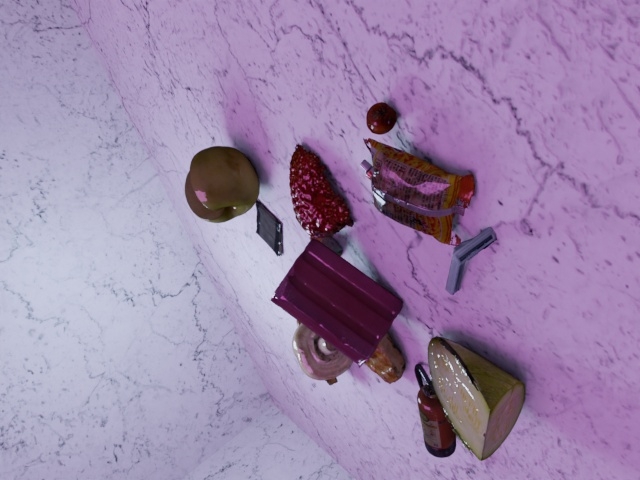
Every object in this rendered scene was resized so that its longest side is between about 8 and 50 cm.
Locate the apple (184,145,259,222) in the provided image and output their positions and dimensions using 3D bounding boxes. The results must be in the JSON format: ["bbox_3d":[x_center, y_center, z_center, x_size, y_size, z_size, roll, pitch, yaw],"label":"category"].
[{"bbox_3d":[-0.373,-0.211,2.068,0.292,0.292,0.254,119,138,-64],"label":"apple"}]

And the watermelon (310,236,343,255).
[{"bbox_3d":[0.021,0.013,1.909,0.098,0.121,0.158,133,147,-51],"label":"watermelon"}]

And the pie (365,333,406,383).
[{"bbox_3d":[0.169,0.376,2.003,0.339,0.083,0.339,41,160,18],"label":"pie"}]

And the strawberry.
[{"bbox_3d":[-0.045,-0.134,1.730,0.306,0.138,0.233,57,158,-6],"label":"strawberry"}]

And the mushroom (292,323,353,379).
[{"bbox_3d":[0.015,0.430,2.218,0.260,0.254,0.234,12,161,-5],"label":"mushroom"}]

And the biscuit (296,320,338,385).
[{"bbox_3d":[-0.024,0.486,2.469,0.343,0.057,0.287,62,177,15],"label":"biscuit"}]

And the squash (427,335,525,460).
[{"bbox_3d":[0.379,0.397,1.524,0.309,0.210,0.233,28,132,39],"label":"squash"}]

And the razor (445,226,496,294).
[{"bbox_3d":[0.335,0.061,1.338,0.056,0.111,0.278,50,165,21],"label":"razor"}]

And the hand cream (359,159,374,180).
[{"bbox_3d":[0.182,-0.127,1.443,0.216,0.038,0.052,48,-177,8],"label":"hand cream"}]

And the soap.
[{"bbox_3d":[0.050,0.193,1.738,0.359,0.233,0.128,36,156,4],"label":"soap"}]

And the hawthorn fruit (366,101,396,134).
[{"bbox_3d":[0.138,-0.279,1.278,0.077,0.077,0.077,42,153,28],"label":"hawthorn fruit"}]

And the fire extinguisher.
[{"bbox_3d":[0.368,0.564,1.867,0.200,0.113,0.376,33,148,42],"label":"fire extinguisher"}]

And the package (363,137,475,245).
[{"bbox_3d":[0.214,-0.107,1.302,0.288,0.108,0.223,32,151,31],"label":"package"}]

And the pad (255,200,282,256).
[{"bbox_3d":[-0.215,-0.050,2.295,0.174,0.022,0.233,45,153,25],"label":"pad"}]
